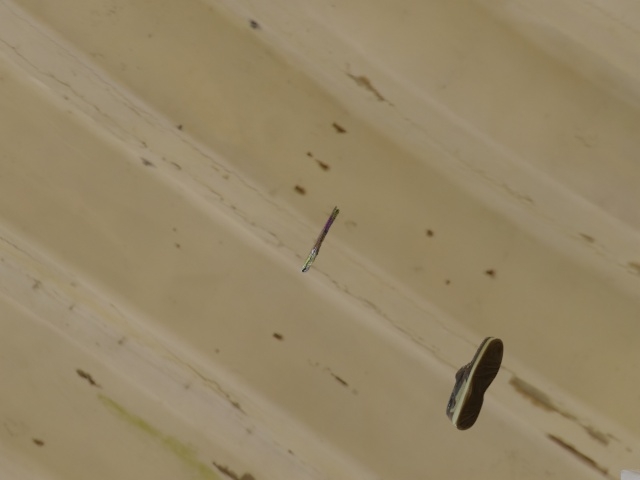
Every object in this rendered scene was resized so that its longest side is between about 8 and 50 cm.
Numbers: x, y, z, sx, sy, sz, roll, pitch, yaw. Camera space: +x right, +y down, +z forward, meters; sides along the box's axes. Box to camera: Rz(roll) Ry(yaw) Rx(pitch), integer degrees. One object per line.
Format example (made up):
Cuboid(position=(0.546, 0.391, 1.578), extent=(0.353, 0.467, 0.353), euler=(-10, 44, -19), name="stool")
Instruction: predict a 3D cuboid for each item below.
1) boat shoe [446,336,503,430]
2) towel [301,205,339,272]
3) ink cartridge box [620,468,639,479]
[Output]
Cuboid(position=(0.227, 0.210, 1.480), extent=(0.056, 0.049, 0.152), euler=(17, -81, -40), name="boat shoe")
Cuboid(position=(0.000, 0.000, 1.267), extent=(0.083, 0.009, 0.060), euler=(-63, 2, -37), name="towel")
Cuboid(position=(0.732, 0.527, 1.775), extent=(0.353, 0.119, 0.207), euler=(5, -99, -11), name="ink cartridge box")
